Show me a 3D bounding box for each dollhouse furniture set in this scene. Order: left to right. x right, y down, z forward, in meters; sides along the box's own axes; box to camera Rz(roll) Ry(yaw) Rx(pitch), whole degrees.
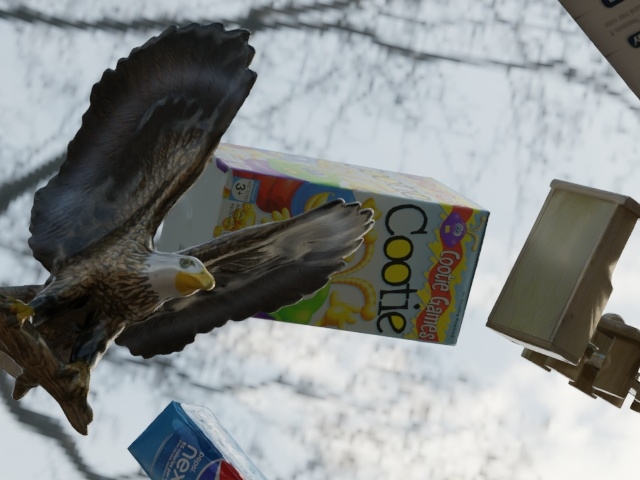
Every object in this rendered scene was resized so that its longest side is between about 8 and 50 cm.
[{"bbox_3d":[0.303,0.070,1.867,0.242,0.161,0.212,31,-7,-36],"label":"dollhouse furniture set"}]

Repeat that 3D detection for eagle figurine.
[{"bbox_3d":[-0.130,0.007,1.491,0.225,0.298,0.226,29,-32,24],"label":"eagle figurine"}]

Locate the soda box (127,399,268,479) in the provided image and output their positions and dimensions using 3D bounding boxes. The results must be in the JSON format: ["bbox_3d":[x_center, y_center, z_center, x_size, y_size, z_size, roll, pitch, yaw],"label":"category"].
[{"bbox_3d":[-0.078,0.242,1.718,0.210,0.067,0.071,47,10,25],"label":"soda box"}]

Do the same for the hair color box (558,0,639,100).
[{"bbox_3d":[0.247,-0.285,1.552,0.174,0.105,0.347,-27,-64,35],"label":"hair color box"}]

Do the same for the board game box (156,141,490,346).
[{"bbox_3d":[0.000,0.000,1.850,0.275,0.142,0.144,9,12,-25],"label":"board game box"}]
